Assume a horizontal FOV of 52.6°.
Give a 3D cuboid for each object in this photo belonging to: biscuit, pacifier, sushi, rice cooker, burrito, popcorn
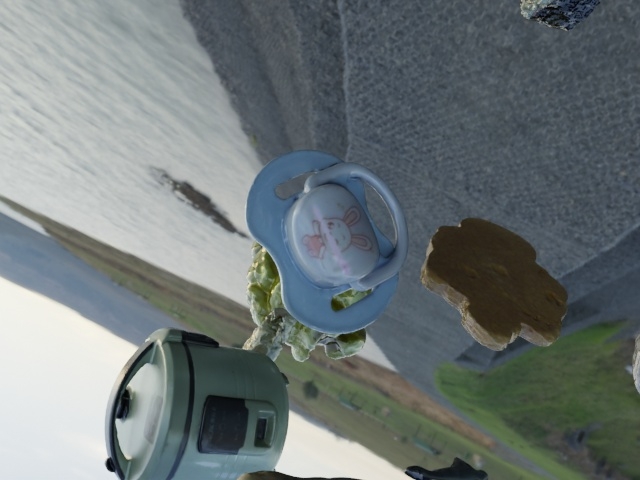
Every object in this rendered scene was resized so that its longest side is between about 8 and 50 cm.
[{"bbox_3d":[0.308,0.075,1.146,0.269,0.051,0.376,25,-148,5],"label":"biscuit"},{"bbox_3d":[0.000,0.000,1.017,0.287,0.238,0.226,62,154,-3],"label":"pacifier"},{"bbox_3d":[0.310,-0.324,0.788,0.078,0.091,0.150,15,155,-19],"label":"sushi"},{"bbox_3d":[-0.179,0.247,0.919,0.244,0.226,0.226,16,175,-28],"label":"rice cooker"},{"bbox_3d":[-0.105,0.190,1.082,0.058,0.188,0.045,40,-165,24],"label":"burrito"},{"bbox_3d":[-0.023,0.099,1.231,0.250,0.242,0.235,12,155,-14],"label":"popcorn"}]

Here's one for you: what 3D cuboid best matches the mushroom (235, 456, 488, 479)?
[{"bbox_3d":[-0.068,0.347,0.480,0.224,0.314,0.397,20,145,-34],"label":"mushroom"}]

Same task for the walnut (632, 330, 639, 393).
[{"bbox_3d":[0.646,0.208,1.095,0.224,0.224,0.224,26,169,5],"label":"walnut"}]
